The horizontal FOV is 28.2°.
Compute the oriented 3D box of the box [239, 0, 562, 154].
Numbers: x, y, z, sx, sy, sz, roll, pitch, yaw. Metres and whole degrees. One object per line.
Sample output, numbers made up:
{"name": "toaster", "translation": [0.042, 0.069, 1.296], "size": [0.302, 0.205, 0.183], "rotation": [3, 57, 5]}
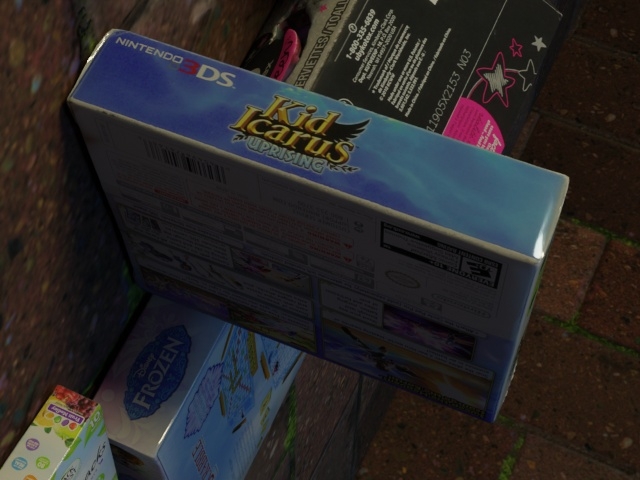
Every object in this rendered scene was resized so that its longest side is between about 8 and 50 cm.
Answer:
{"name": "box", "translation": [0.035, -0.103, 0.918], "size": [0.142, 0.163, 0.247], "rotation": [-11, -133, 55]}

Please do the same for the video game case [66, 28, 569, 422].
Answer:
{"name": "video game case", "translation": [0.000, 0.000, 0.776], "size": [0.244, 0.269, 0.061], "rotation": [88, 25, -62]}

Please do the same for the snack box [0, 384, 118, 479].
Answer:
{"name": "snack box", "translation": [-0.179, 0.175, 0.853], "size": [0.141, 0.037, 0.100], "rotation": [93, 22, -55]}

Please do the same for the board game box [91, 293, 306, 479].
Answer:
{"name": "board game box", "translation": [-0.072, 0.082, 1.077], "size": [0.319, 0.065, 0.318], "rotation": [87, 27, -62]}
